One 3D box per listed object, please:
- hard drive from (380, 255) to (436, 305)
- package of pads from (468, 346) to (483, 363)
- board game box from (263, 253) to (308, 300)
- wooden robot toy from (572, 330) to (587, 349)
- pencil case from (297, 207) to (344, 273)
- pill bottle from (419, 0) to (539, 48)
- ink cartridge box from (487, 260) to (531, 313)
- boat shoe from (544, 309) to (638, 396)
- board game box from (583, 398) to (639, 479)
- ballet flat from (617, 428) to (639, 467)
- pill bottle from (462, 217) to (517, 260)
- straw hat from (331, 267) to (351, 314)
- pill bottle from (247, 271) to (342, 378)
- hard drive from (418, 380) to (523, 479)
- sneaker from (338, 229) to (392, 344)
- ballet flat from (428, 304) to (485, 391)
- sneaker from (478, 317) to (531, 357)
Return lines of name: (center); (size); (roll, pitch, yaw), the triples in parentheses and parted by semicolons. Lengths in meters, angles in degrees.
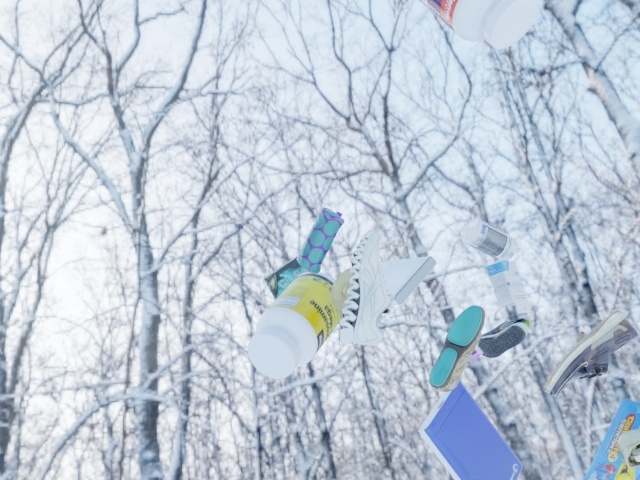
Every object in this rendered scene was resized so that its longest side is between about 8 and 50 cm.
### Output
hard drive: (0.242, 0.140, 2.310); (0.040, 0.203, 0.307); (49, -22, -13)
package of pads: (0.452, 0.328, 2.064); (0.050, 0.083, 0.032); (-49, -20, 30)
board game box: (-0.099, 0.138, 2.413); (0.186, 0.126, 0.026); (-34, 14, -25)
wooden robot toy: (0.758, 0.297, 1.930); (0.076, 0.079, 0.173); (-6, -6, 11)
pencil case: (0.000, 0.000, 1.615); (0.070, 0.064, 0.152); (-2, -57, -58)
pill bottle: (0.305, -0.550, 1.435); (0.181, 0.323, 0.182); (-28, -29, -17)
ink cartridge box: (0.628, 0.162, 2.256); (0.060, 0.180, 0.104); (-26, -19, 39)
boat shoe: (0.660, 0.285, 1.642); (0.285, 0.092, 0.103); (-38, -25, -18)
board game box: (0.780, 0.587, 1.593); (0.308, 0.302, 0.086); (36, -14, -14)
ballet flat: (0.757, 0.429, 1.434); (0.248, 0.086, 0.086); (-27, -35, 30)
pill bottle: (0.460, 0.000, 1.834); (0.137, 0.078, 0.078); (25, -41, -18)
straw hat: (0.089, 0.144, 1.854); (0.144, 0.145, 0.061); (-16, -7, 11)
pill bottle: (-0.066, 0.240, 1.929); (0.187, 0.334, 0.188); (11, -60, 21)
hard drive: (0.421, 0.576, 1.872); (0.040, 0.319, 0.210); (-30, 9, 49)
sneaker: (0.124, 0.119, 1.678); (0.118, 0.292, 0.110); (8, -15, 11)
ballet flat: (0.304, 0.239, 1.482); (0.206, 0.073, 0.067); (-57, -44, -8)
sneaker: (0.609, 0.319, 2.250); (0.097, 0.084, 0.234); (-43, 6, -38)
